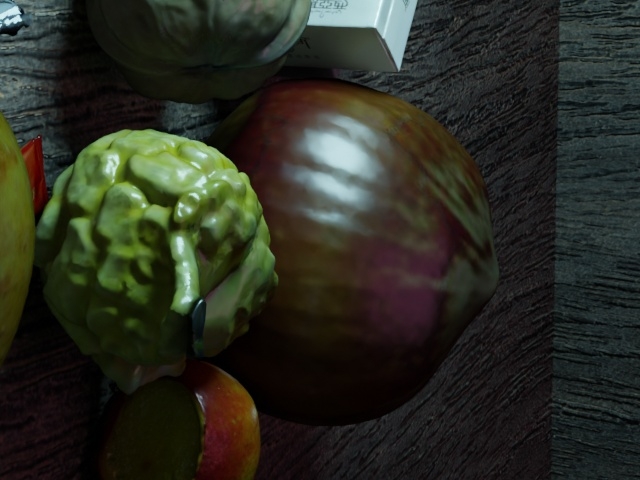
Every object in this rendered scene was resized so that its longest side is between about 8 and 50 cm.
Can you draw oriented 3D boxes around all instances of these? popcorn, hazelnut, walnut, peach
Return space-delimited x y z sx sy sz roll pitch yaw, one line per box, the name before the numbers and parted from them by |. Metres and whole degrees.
popcorn | -0.176 0.023 1.549 0.293 0.237 0.293 7 90 -74
hazelnut | 0.000 0.000 1.806 0.429 0.402 0.402 -66 150 -27
walnut | -0.135 -0.275 1.604 0.248 0.248 0.248 5 90 -65
peach | -0.165 0.236 1.673 0.226 0.196 0.190 86 -2 -52

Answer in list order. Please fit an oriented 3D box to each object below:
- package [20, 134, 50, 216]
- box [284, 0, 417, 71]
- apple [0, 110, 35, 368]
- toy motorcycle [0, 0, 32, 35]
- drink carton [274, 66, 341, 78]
package | -0.327 -0.033 1.472 0.200 0.022 0.083 -47 136 -56
box | -0.014 -0.320 1.814 0.111 0.260 0.194 57 46 -59
apple | -0.374 -0.002 0.945 0.333 0.400 0.400 -48 137 -63
toy motorcycle | -0.356 -0.148 1.259 0.401 0.134 0.207 -48 143 -51
drink carton | 0.010 -0.347 2.016 0.315 0.130 0.106 -59 143 -42
